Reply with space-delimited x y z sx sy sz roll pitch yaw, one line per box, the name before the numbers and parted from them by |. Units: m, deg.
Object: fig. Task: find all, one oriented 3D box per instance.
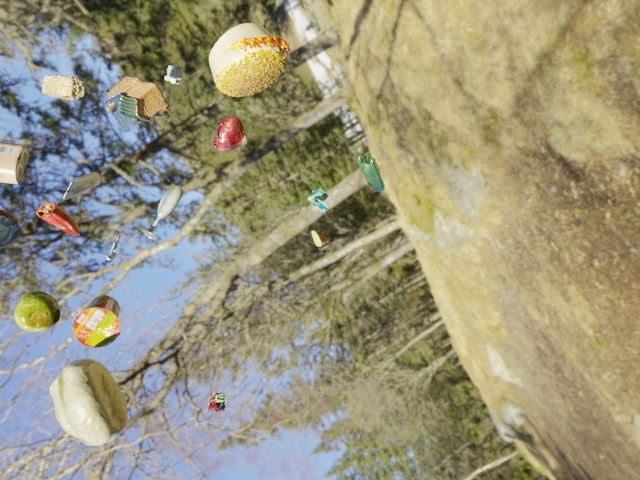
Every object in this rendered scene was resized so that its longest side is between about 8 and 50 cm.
fig | -1.159 0.272 2.011 0.167 0.167 0.234 55 -178 -42

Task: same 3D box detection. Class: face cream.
face cream | -0.971 -0.226 1.994 0.058 0.092 0.244 31 -163 -9

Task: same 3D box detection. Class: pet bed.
pet bed | -1.160 -0.036 1.709 0.054 0.201 0.201 59 -176 28

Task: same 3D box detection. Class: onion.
onion | -0.403 -0.477 2.235 0.147 0.184 0.184 28 180 9

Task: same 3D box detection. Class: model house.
model house | -0.691 -0.494 1.819 0.182 0.172 0.167 15 143 33

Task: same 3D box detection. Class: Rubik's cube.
Rubik's cube | -0.712 -0.796 2.375 0.075 0.084 0.073 20 162 -25

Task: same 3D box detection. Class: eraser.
eraser | -1.290 -0.313 1.861 0.087 0.290 0.171 115 157 -59

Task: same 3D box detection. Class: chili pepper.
chili pepper | -0.908 -0.063 1.727 0.169 0.088 0.065 59 -136 -53

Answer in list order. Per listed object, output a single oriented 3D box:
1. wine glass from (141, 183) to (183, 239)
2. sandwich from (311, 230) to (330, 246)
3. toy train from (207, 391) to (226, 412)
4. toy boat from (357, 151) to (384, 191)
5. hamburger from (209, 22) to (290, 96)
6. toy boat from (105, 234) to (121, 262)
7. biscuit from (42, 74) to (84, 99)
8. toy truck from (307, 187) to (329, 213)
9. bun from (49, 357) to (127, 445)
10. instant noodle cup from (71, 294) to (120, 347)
wine glass | -0.542 -0.101 1.696 0.066 0.198 0.066 21 156 10
sandwich | 0.000 0.000 1.657 0.083 0.030 0.044 27 -125 -39
toy train | -0.459 0.721 2.187 0.050 0.138 0.087 18 -120 -25
toy boat | 0.224 -0.289 2.130 0.104 0.052 0.210 20 149 44
hamburger | -0.260 -0.637 1.773 0.275 0.294 0.179 -19 -104 -44
toy boat | -0.966 0.048 2.291 0.034 0.149 0.105 30 -149 -15
biscuit | -0.902 -0.537 1.720 0.070 0.168 0.082 -17 -64 -59
toy truck | 0.002 -0.175 2.113 0.067 0.081 0.175 39 -178 -21
bun | -0.934 0.648 1.954 0.365 0.219 0.365 59 168 21
instant noodle cup | -0.963 0.339 2.151 0.193 0.193 0.212 57 177 -20
